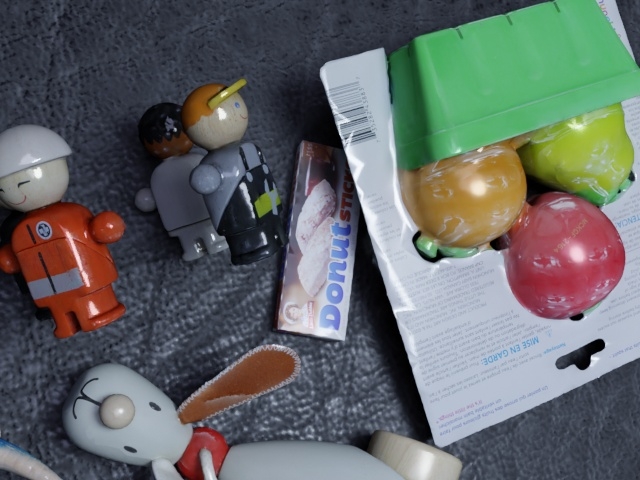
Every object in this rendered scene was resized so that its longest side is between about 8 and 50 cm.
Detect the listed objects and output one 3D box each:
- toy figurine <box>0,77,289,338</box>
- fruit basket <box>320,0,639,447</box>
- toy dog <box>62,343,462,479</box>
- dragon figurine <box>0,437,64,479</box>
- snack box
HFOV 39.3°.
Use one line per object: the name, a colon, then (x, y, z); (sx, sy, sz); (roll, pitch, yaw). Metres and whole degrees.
toy figurine: (-0.148, -0.034, 0.681); (0.210, 0.213, 0.148); (-23, 99, -19)
fruit basket: (0.189, -0.033, 0.837); (0.327, 0.165, 0.353); (-20, 100, -19)
toy dog: (-0.031, 0.194, 0.692); (0.334, 0.161, 0.220); (5, 76, -16)
dragon figurine: (-0.298, 0.137, 0.659); (0.289, 0.144, 0.085); (23, 82, -24)
snack box: (0.000, 0.000, 0.819); (0.064, 0.022, 0.178); (11, 75, -15)
